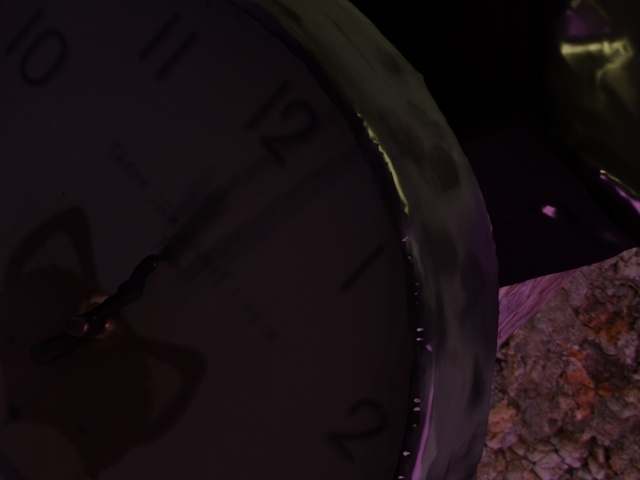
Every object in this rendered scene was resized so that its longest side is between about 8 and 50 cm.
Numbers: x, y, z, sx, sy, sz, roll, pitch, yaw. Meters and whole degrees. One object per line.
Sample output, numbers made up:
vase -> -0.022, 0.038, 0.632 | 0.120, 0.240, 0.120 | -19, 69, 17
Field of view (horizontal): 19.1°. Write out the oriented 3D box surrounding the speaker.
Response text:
speaker -> 0.040, -0.024, 0.898 | 0.388, 0.180, 0.184 | -17, -137, 45

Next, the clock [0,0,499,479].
clock -> -0.088, 0.033, 0.774 | 0.325, 0.325, 0.067 | -54, 163, 20
